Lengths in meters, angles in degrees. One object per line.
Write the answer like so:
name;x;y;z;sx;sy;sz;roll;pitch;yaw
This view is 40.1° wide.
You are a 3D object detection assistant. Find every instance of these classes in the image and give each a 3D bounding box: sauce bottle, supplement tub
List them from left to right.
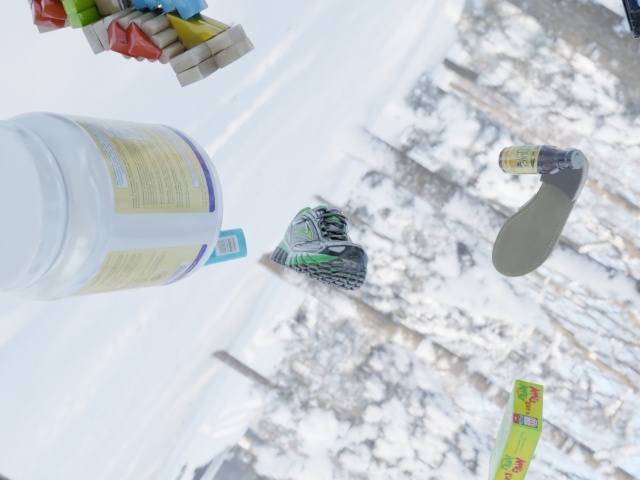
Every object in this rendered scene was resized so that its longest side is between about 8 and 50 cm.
supplement tub;-0.314;-0.046;1.174;0.331;0.241;0.241;-4;130;-59
sauce bottle;0.295;-0.109;1.176;0.128;0.042;0.042;3;-126;56

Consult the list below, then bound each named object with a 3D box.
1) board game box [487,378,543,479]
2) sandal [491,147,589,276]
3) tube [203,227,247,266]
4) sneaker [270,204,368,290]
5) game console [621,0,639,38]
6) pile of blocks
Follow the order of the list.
board game box;0.285;0.303;1.293;0.092;0.043;0.181;-69;169;-52
sandal;0.353;-0.043;1.349;0.079;0.088;0.240;-22;145;-44
tube;-0.231;0.021;1.505;0.207;0.080;0.052;-10;149;-17
sneaker;0.000;0.000;1.641;0.146;0.134;0.343;-69;-158;0
game console;0.287;-0.230;0.675;0.107;0.122;0.071;-22;-168;-6
pile of blocks;-0.274;-0.318;1.217;0.113;0.362;0.149;-50;154;-51
